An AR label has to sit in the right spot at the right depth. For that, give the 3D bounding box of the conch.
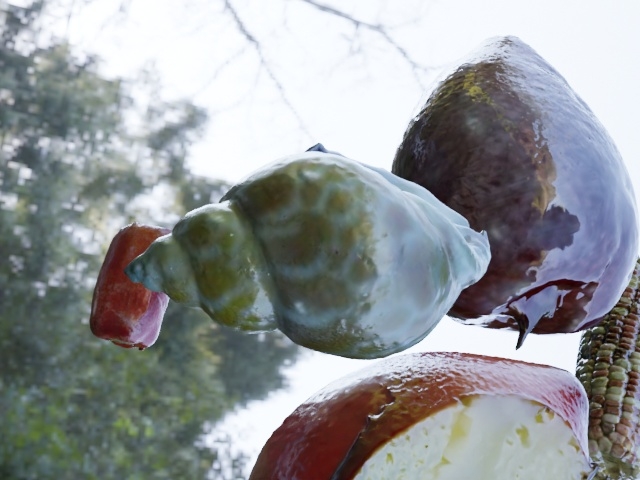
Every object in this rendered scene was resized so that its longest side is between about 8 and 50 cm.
[{"bbox_3d":[0.011,0.009,0.669,0.116,0.173,0.106,49,-62,17],"label":"conch"}]

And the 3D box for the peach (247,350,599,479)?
[{"bbox_3d":[0.046,0.154,0.832,0.267,0.154,0.159,-50,-154,-16],"label":"peach"}]

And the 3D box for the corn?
[{"bbox_3d":[0.290,0.117,1.285,0.086,0.086,0.253,-32,-147,45],"label":"corn"}]

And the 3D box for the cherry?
[{"bbox_3d":[0.164,-0.040,1.143,0.203,0.230,0.300,-25,-120,40],"label":"cherry"}]

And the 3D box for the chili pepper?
[{"bbox_3d":[-0.172,0.045,1.244,0.070,0.073,0.123,-21,-133,44],"label":"chili pepper"}]
